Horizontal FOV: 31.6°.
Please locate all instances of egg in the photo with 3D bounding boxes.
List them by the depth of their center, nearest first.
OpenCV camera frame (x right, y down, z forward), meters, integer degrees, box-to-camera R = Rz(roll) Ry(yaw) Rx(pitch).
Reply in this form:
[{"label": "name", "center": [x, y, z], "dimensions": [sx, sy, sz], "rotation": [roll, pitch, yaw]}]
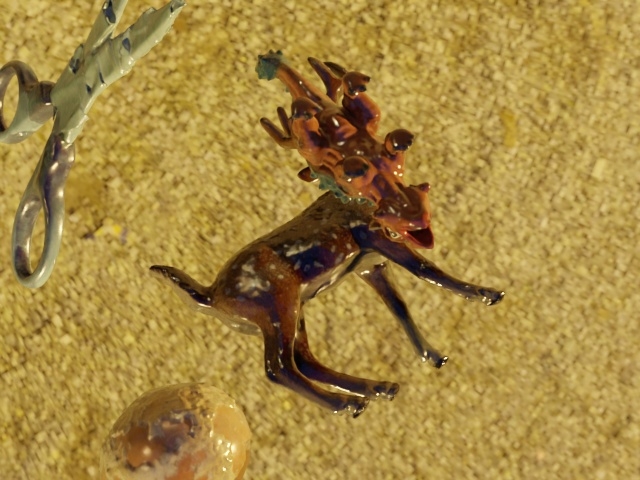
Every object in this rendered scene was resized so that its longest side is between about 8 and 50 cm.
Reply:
[{"label": "egg", "center": [-0.192, 0.290, 1.495], "dimensions": [0.195, 0.195, 0.233], "rotation": [18, 121, -31]}]

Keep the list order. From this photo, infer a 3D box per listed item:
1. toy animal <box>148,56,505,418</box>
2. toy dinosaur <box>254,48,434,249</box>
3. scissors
[{"label": "toy animal", "center": [0.006, -0.013, 0.823], "dimensions": [0.243, 0.260, 0.087], "rotation": [-28, 154, -36]}, {"label": "toy dinosaur", "center": [0.012, -0.053, 0.589], "dimensions": [0.049, 0.154, 0.055], "rotation": [-31, 151, -14]}, {"label": "scissors", "center": [-0.227, -0.146, 1.060], "dimensions": [0.029, 0.256, 0.383], "rotation": [4, 146, -37]}]
